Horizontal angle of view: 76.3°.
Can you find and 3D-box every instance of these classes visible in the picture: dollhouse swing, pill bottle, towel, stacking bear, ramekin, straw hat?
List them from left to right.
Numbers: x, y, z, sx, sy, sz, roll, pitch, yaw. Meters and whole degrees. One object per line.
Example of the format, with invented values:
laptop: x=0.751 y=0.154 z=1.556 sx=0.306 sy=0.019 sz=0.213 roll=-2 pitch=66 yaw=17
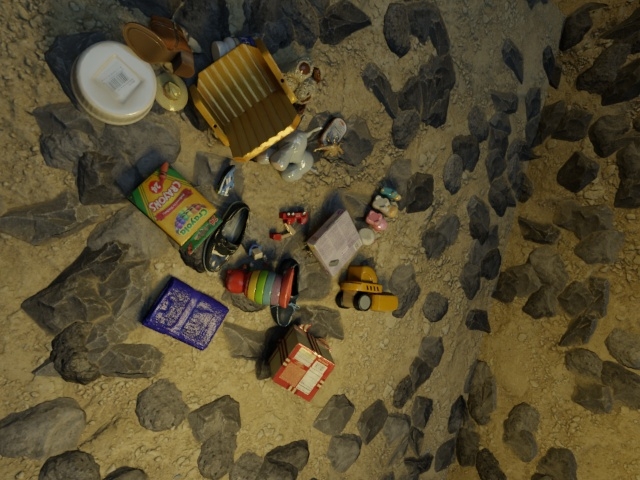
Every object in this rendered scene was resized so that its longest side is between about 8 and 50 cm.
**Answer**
ramekin: x=-0.712 y=-0.551 z=1.422 sx=0.277 sy=0.135 sz=0.277 roll=-6 pitch=102 yaw=-31
straw hat: x=-0.568 y=-0.575 z=1.567 sx=0.144 sy=0.061 sz=0.145 roll=-7 pitch=104 yaw=-33
towel: x=-0.562 y=0.322 z=1.733 sx=0.308 sy=0.076 sz=0.228 roll=38 pitch=78 yaw=-33
pill bottle: x=-0.339 y=-0.767 z=1.657 sx=0.186 sy=0.112 sz=0.112 roll=-20 pitch=110 yaw=-31
dollhouse swing: x=-0.287 y=-0.528 z=1.542 sx=0.346 sy=0.305 sz=0.315 roll=-31 pitch=121 yaw=8
stacking bear: x=-0.279 y=0.199 z=1.817 sx=0.289 sy=0.164 sz=0.175 roll=10 pitch=116 yaw=2

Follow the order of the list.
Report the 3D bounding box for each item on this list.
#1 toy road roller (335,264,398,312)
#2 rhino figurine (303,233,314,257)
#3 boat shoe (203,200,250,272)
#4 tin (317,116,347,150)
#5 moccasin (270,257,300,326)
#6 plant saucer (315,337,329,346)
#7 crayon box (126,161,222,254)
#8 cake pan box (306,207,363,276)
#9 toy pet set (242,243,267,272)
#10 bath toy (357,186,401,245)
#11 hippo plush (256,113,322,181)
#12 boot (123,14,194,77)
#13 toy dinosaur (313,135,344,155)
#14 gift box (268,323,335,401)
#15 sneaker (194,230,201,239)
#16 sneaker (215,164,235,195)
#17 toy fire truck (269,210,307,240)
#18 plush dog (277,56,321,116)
toy road roller: x=0.257 y=0.263 z=2.217 sx=0.329 sy=0.202 sz=0.241 roll=11 pitch=82 yaw=-35
rhino figurine: x=0.000 y=0.000 z=2.059 sx=0.243 sy=0.073 sz=0.106 roll=-41 pitch=125 yaw=-24
boat shoe: x=-0.394 y=-0.010 z=1.762 sx=0.127 sy=0.113 sz=0.340 roll=35 pitch=79 yaw=-34
tin: x=0.061 y=-0.529 z=2.026 sx=0.106 sy=0.040 sz=0.190 roll=44 pitch=73 yaw=-36
moccasin: x=-0.168 y=0.257 z=1.966 sx=0.137 sy=0.117 sz=0.342 roll=-3 pitch=101 yaw=-34
plant saucer: x=-0.038 y=0.612 z=2.173 sx=0.200 sy=0.037 sz=0.200 roll=-8 pitch=103 yaw=-34
crayon box: x=-0.558 y=-0.123 z=1.598 sx=0.318 sy=0.081 sz=0.202 roll=45 pitch=72 yaw=-16
cake pan box: x=0.083 y=0.007 z=2.039 sx=0.267 sy=0.070 sz=0.246 roll=-47 pitch=133 yaw=-18
toy pet set: x=-0.311 y=0.077 z=1.884 sx=0.122 sy=0.065 sz=0.114 roll=-18 pitch=144 yaw=-28
bath toy: x=0.315 y=-0.116 z=2.232 sx=0.151 sy=0.129 sz=0.348 roll=29 pitch=76 yaw=10
hippo plush: x=-0.138 y=-0.402 z=1.844 sx=0.294 sy=0.234 sz=0.236 roll=-43 pitch=152 yaw=-4
boot: x=-0.569 y=-0.726 z=1.431 sx=0.283 sy=0.109 sz=0.220 roll=10 pitch=55 yaw=-53
toy dinosaur: x=0.058 y=-0.462 z=1.983 sx=0.183 sy=0.053 sz=0.093 roll=-1 pitch=102 yaw=-34
gift box: x=-0.076 y=0.570 z=1.971 sx=0.255 sy=0.258 sz=0.276 roll=40 pitch=90 yaw=-14
sneaker: x=-0.543 y=-0.071 z=1.694 sx=0.058 sy=0.052 sz=0.135 roll=-44 pitch=127 yaw=-32
sneaker: x=-0.397 y=-0.257 z=1.753 sx=0.059 sy=0.053 sz=0.144 roll=27 pitch=92 yaw=-34
toy fire truck: x=-0.150 y=-0.072 z=1.959 sx=0.192 sy=0.047 sz=0.135 roll=-5 pitch=102 yaw=-35
plush dog: x=-0.113 y=-0.689 z=1.815 sx=0.225 sy=0.210 sz=0.262 roll=9 pitch=122 yaw=-49
